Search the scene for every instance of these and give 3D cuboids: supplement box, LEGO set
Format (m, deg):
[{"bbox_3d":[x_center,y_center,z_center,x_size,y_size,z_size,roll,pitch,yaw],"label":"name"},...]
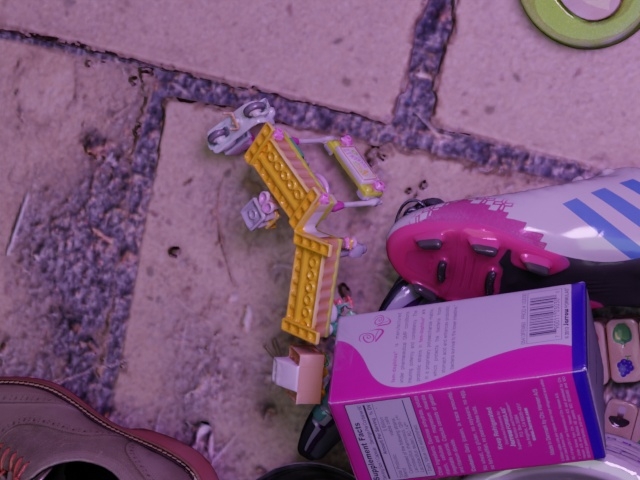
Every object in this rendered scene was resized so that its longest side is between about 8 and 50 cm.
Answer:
[{"bbox_3d":[0.127,0.124,1.600,0.220,0.111,0.114,-7,128,14],"label":"supplement box"},{"bbox_3d":[0.000,0.000,1.713,0.132,0.107,0.287,-28,75,43],"label":"LEGO set"}]

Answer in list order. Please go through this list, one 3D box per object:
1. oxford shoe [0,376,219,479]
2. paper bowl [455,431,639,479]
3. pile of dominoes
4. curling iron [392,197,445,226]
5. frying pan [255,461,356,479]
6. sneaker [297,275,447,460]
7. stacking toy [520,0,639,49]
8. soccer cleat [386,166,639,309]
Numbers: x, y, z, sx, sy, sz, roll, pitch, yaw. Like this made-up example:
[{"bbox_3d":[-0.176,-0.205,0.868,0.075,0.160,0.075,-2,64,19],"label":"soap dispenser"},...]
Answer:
[{"bbox_3d":[-0.272,0.211,1.794,0.348,0.130,0.123,11,100,25],"label":"oxford shoe"},{"bbox_3d":[0.227,0.309,1.672,0.284,0.148,0.284,2,98,15],"label":"paper bowl"},{"bbox_3d":[0.355,0.101,1.669,0.251,0.040,0.196,-5,95,16],"label":"pile of dominoes"},{"bbox_3d":[0.161,0.073,1.724,0.274,0.035,0.068,51,127,0],"label":"curling iron"},{"bbox_3d":[-0.059,0.305,1.801,0.326,0.053,0.197,1,95,27],"label":"frying pan"},{"bbox_3d":[0.064,0.134,1.725,0.098,0.083,0.224,33,115,0],"label":"sneaker"},{"bbox_3d":[0.288,-0.298,1.593,0.309,0.130,0.280,6,98,15],"label":"stacking toy"},{"bbox_3d":[0.227,-0.004,1.650,0.331,0.143,0.116,5,138,9],"label":"soccer cleat"}]
